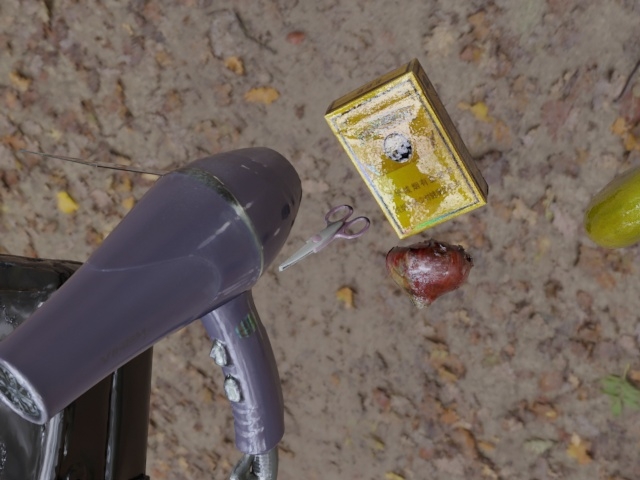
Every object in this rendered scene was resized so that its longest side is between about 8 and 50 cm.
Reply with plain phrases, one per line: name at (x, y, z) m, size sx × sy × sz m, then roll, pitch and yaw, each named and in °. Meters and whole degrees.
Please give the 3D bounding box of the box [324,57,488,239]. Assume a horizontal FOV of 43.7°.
box at (0.168, -0.168, 1.526) m, size 0.193 × 0.084 × 0.301 m, roll -24°, pitch 113°, yaw 24°

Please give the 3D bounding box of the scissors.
scissors at (0.000, 0.000, 1.344) m, size 0.085 × 0.176 × 0.022 m, roll 38°, pitch 155°, yaw 38°

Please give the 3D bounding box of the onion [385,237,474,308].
onion at (0.224, 0.069, 1.649) m, size 0.184 × 0.184 × 0.147 m, roll 3°, pitch 93°, yaw 27°

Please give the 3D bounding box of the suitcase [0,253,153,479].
suitcase at (-0.373, 0.192, 1.054) m, size 0.339 × 0.188 × 0.345 m, roll 2°, pitch 90°, yaw 35°

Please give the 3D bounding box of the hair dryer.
hair dryer at (-0.097, 0.124, 0.695) m, size 0.121 × 0.301 × 0.361 m, roll 9°, pitch 128°, yaw 36°

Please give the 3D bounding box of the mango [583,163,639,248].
mango at (0.431, -0.052, 1.076) m, size 0.091 × 0.137 × 0.237 m, roll 47°, pitch 174°, yaw 10°

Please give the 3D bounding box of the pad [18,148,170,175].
pad at (-0.212, -0.084, 0.957) m, size 0.163 × 0.243 × 0.004 m, roll 14°, pitch 96°, yaw 40°
